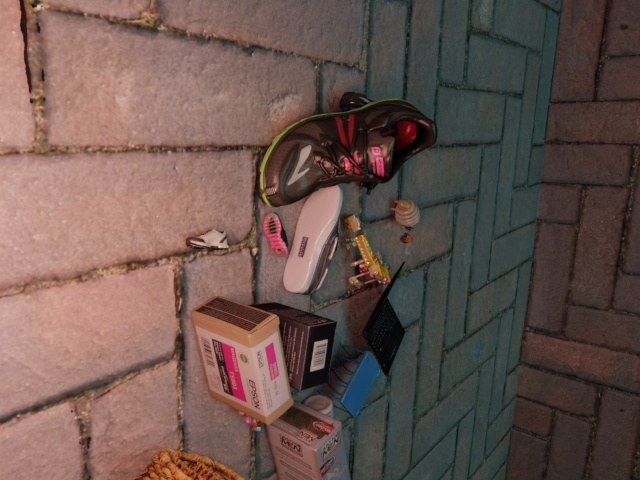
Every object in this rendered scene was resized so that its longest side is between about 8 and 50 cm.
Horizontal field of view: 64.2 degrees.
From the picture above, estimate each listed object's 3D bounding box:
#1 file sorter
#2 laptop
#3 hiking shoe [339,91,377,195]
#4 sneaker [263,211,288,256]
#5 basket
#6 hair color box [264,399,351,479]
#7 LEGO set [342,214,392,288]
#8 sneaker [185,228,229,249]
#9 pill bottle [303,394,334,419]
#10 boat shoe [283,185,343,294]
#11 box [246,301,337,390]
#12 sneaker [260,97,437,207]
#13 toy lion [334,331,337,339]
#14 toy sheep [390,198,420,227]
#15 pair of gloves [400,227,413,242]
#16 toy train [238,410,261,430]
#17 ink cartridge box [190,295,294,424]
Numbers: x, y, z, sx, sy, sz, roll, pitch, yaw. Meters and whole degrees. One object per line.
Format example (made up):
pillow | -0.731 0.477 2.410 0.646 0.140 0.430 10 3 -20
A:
file sorter | 0.085 0.419 1.544 0.170 0.105 0.118 -57 138 -25
laptop | 0.235 0.244 1.611 0.264 0.137 0.234 61 34 -15
hiking shoe | 0.125 -0.268 1.412 0.132 0.113 0.304 -59 138 -24
sneaker | -0.104 -0.020 1.254 0.057 0.047 0.119 -61 145 -56
basket | -0.223 0.526 1.031 0.223 0.299 0.213 -38 125 -37
hair color box | -0.022 0.638 1.401 0.114 0.186 0.374 -33 124 -42
LEGO set | 0.118 0.058 1.529 0.287 0.107 0.132 52 24 -39
sneaker | -0.243 -0.003 1.088 0.109 0.040 0.043 5 79 -55
pill bottle | -0.003 0.537 1.478 0.087 0.087 0.160 -23 117 -46
boat shoe | 0.000 0.000 1.331 0.102 0.108 0.301 21 85 -51
box | -0.081 0.243 1.209 0.108 0.207 0.153 2 99 -52
sneaker | 0.073 -0.218 1.227 0.483 0.202 0.185 -28 124 -16
toy lion | -0.003 0.271 1.460 0.100 0.034 0.096 -47 125 -34
toy sheep | 0.284 -0.088 1.677 0.091 0.091 0.132 -60 139 -22
pair of gloves | 0.304 -0.032 1.778 0.074 0.010 0.083 4 93 -50
toy train | -0.172 0.394 1.271 0.125 0.046 0.166 30 62 -78
ink cartridge box | -0.171 0.257 1.112 0.088 0.193 0.234 -30 121 -44
